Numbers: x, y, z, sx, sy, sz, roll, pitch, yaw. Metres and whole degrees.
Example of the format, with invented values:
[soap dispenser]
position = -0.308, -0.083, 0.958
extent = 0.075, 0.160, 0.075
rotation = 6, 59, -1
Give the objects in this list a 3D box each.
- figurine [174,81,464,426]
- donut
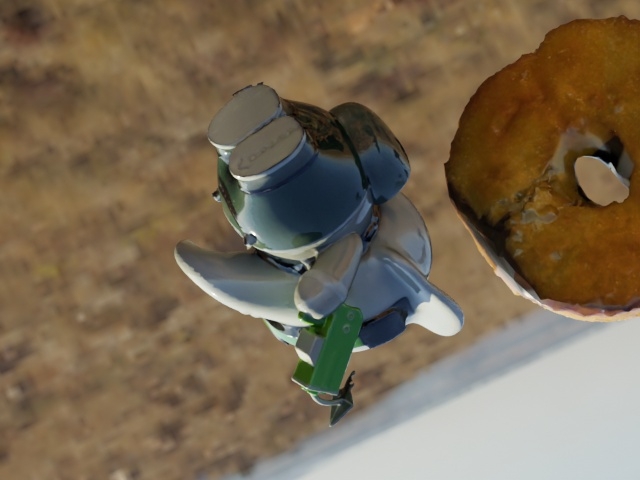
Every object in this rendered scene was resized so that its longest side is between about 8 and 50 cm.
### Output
[figurine]
position = 0.000, 0.000, 0.987
extent = 0.126, 0.147, 0.192
rotation = -43, 140, -4
[donut]
position = 0.227, -0.054, 1.533
extent = 0.253, 0.253, 0.118
rotation = -26, 160, 12
